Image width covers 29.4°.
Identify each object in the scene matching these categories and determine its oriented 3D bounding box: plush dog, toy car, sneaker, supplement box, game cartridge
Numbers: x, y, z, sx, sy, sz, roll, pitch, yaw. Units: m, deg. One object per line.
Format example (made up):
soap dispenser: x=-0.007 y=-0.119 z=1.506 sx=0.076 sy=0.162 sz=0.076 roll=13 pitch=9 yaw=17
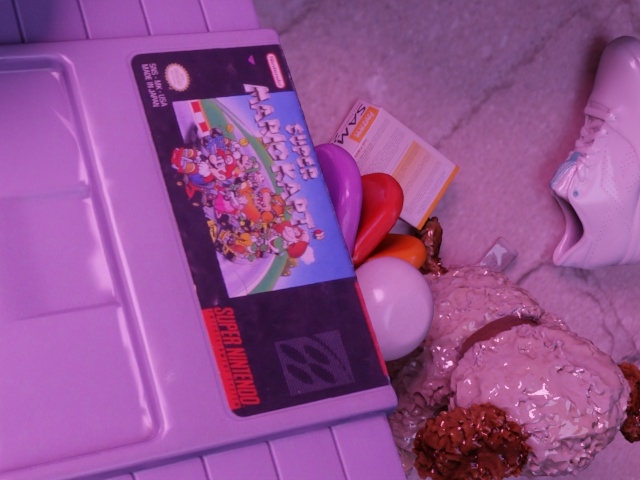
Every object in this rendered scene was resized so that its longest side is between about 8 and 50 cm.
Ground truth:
plush dog: x=0.146 y=0.107 z=0.966 sx=0.263 sy=0.225 sz=0.210 roll=-13 pitch=114 yaw=-27
toy car: x=0.000 y=0.000 z=0.882 sx=0.182 sy=0.159 sz=0.136 roll=22 pitch=88 yaw=-35
sneaker: x=0.241 y=-0.069 z=1.057 sx=0.094 sy=0.080 sz=0.212 roll=-9 pitch=114 yaw=-16
supplement box: x=0.055 y=-0.059 z=0.964 sx=0.098 sy=0.036 sz=0.062 roll=34 pitch=89 yaw=-36
game cartridge: x=-0.097 y=0.005 z=0.665 sx=0.230 sy=0.068 sz=0.355 roll=-10 pitch=71 yaw=-23
